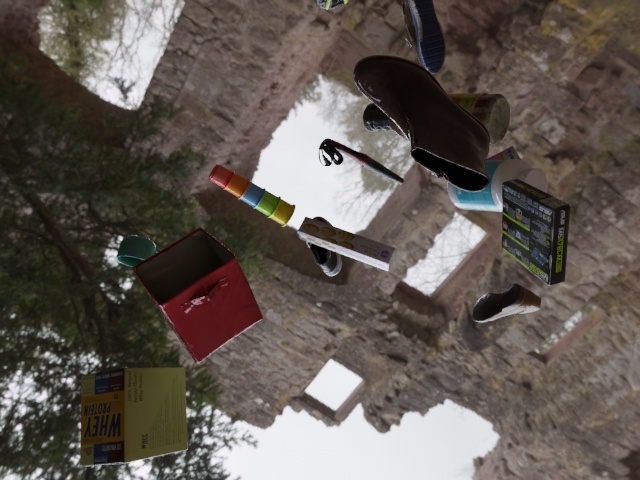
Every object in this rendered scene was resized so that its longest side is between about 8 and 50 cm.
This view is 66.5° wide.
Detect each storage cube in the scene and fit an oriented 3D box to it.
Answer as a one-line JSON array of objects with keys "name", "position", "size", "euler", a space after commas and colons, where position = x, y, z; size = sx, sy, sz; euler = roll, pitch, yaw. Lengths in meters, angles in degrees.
[{"name": "storage cube", "position": [-0.274, 0.121, 1.101], "size": [0.184, 0.193, 0.215], "euler": [-34, -140, -21]}]

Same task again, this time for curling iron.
[{"name": "curling iron", "position": [0.105, -0.190, 1.235], "size": [0.274, 0.068, 0.035], "euler": [14, -179, -34]}]

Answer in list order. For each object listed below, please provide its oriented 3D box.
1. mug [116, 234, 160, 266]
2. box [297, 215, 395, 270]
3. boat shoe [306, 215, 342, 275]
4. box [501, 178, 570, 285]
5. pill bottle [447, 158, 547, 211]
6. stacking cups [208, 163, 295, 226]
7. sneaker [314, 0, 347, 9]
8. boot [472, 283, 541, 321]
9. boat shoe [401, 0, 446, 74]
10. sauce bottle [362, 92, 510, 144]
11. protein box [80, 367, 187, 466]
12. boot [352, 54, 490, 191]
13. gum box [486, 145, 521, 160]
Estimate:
[{"name": "mug", "position": [-0.677, 0.041, 1.829], "size": [0.158, 0.129, 0.097], "euler": [43, -133, -57]}, {"name": "box", "position": [0.083, 0.008, 1.597], "size": [0.324, 0.067, 0.063], "euler": [21, 158, 17]}, {"name": "boat shoe", "position": [-0.003, 0.002, 1.935], "size": [0.105, 0.113, 0.306], "euler": [41, -152, -43]}, {"name": "box", "position": [0.475, -0.024, 1.093], "size": [0.045, 0.184, 0.190], "euler": [-16, -154, -7]}, {"name": "pill bottle", "position": [0.493, -0.153, 1.367], "size": [0.146, 0.146, 0.264], "euler": [22, 177, -26]}, {"name": "stacking cups", "position": [-0.246, -0.158, 1.727], "size": [0.316, 0.096, 0.096], "euler": [27, -152, -19]}, {"name": "sneaker", "position": [0.079, -0.715, 1.070], "size": [0.145, 0.385, 0.147], "euler": [-1, -126, -51]}, {"name": "boot", "position": [0.653, 0.242, 1.732], "size": [0.115, 0.305, 0.112], "euler": [20, -114, -11]}, {"name": "boat shoe", "position": [0.220, -0.448, 1.052], "size": [0.066, 0.183, 0.066], "euler": [-16, -170, -20]}, {"name": "sauce bottle", "position": [0.249, -0.279, 1.122], "size": [0.344, 0.111, 0.111], "euler": [13, -175, 44]}, {"name": "protein box", "position": [-0.436, 0.410, 1.155], "size": [0.201, 0.136, 0.199], "euler": [28, -129, -61]}, {"name": "boot", "position": [0.149, -0.185, 0.735], "size": [0.248, 0.090, 0.207], "euler": [28, -144, -4]}, {"name": "gum box", "position": [0.587, -0.216, 1.571], "size": [0.188, 0.107, 0.062], "euler": [33, -147, -61]}]
